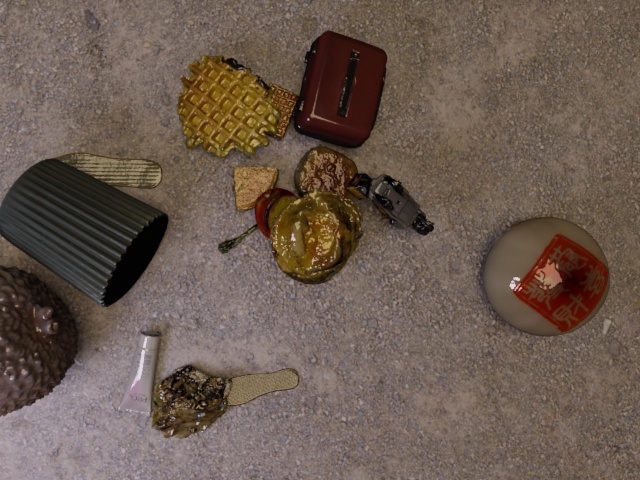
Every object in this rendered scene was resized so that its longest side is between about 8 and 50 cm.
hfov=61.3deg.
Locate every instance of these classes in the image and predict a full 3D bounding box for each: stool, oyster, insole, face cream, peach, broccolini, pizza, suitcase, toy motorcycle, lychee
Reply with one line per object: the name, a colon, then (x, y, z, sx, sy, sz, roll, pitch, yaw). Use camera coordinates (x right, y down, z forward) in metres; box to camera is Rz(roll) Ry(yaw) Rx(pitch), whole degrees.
stool: (-0.626, -0.030, 1.428, 0.330, 0.297, 0.297, 31, 85, -2)
oyster: (-0.378, 0.475, 1.548, 0.214, 0.083, 0.222, 15, 94, -3)
insole: (-0.639, -0.195, 1.566, 0.349, 0.009, 0.118, 1, 88, -7)
face cream: (-0.511, 0.379, 1.546, 0.092, 0.058, 0.243, 12, 92, -2)
insole: (-0.188, 0.434, 1.609, 0.253, 0.005, 0.086, -13, 90, -8)
peach: (-0.132, -0.074, 1.577, 0.127, 0.092, 0.172, -32, 131, -33)
broccolini: (-0.245, -0.009, 1.609, 0.140, 0.030, 0.035, -37, 57, -12)
pizza: (-0.204, -0.171, 1.604, 0.175, 0.046, 0.134, -38, 94, -7)
suitcase: (0.058, -0.434, 1.580, 0.236, 0.161, 0.297, 13, 85, -15)
toy motorcycle: (0.216, -0.099, 1.568, 0.263, 0.157, 0.091, 38, 77, -24)
lychee: (-0.826, 0.251, 1.358, 0.432, 0.380, 0.380, -18, 91, 19)

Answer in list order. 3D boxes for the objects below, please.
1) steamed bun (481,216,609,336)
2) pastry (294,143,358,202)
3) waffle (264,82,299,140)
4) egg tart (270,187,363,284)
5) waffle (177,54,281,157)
steamed bun: (0.692, 0.110, 1.621, 0.375, 0.241, 0.374, 0, 90, -10)
pastry: (0.017, -0.180, 1.609, 0.193, 0.093, 0.182, 27, 84, -13)
waffle: (-0.134, -0.385, 1.621, 0.103, 0.042, 0.148, 21, 86, -5)
egg tart: (0.000, 0.000, 1.544, 0.297, 0.132, 0.297, -6, 112, -16)
waffle: (-0.268, -0.391, 1.571, 0.312, 0.060, 0.307, 4, 88, 3)
